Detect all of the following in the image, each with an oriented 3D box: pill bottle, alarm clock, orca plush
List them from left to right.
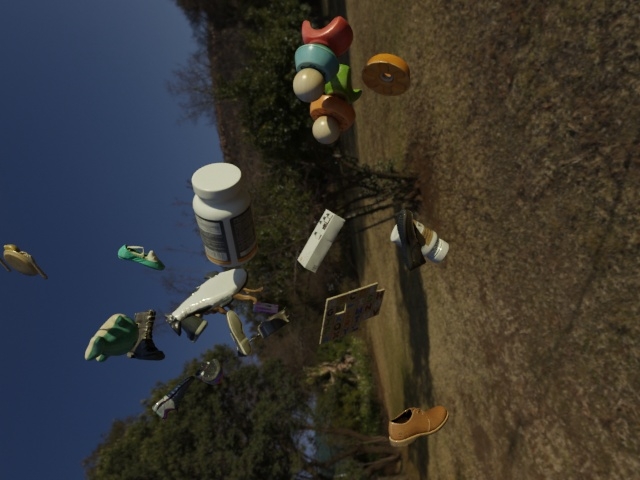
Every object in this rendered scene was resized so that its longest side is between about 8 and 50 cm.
[{"bbox_3d":[-0.351,0.206,1.383,0.287,0.151,0.102,-47,-32,-26],"label":"orca plush"},{"bbox_3d":[-0.273,-0.069,1.214,0.162,0.162,0.279,-98,5,-47],"label":"pill bottle"},{"bbox_3d":[-0.196,0.333,1.638,0.064,0.192,0.129,53,170,6],"label":"alarm clock"},{"bbox_3d":[0.433,0.001,1.842,0.131,0.229,0.131,-59,7,12],"label":"pill bottle"}]

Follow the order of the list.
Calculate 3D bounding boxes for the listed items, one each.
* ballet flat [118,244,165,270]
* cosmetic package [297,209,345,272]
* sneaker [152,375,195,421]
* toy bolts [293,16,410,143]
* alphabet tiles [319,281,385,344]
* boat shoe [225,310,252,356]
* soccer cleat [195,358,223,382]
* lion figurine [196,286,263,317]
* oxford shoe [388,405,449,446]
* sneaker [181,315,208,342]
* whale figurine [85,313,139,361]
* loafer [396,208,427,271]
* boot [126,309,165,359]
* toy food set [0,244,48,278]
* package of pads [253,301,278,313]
[{"bbox_3d":[-0.929,0.085,2.233,0.087,0.247,0.083,-61,26,14],"label":"ballet flat"},{"bbox_3d":[0.000,0.000,1.685,0.060,0.239,0.099,28,-176,-23],"label":"cosmetic package"},{"bbox_3d":[-0.668,0.740,1.992,0.098,0.223,0.083,49,156,5],"label":"sneaker"},{"bbox_3d":[0.045,-0.301,0.840,0.228,0.218,0.159,38,-115,-52],"label":"toy bolts"},{"bbox_3d":[0.109,0.235,1.392,0.009,0.237,0.198,45,139,43],"label":"alphabet tiles"},{"bbox_3d":[-0.363,0.402,1.809,0.075,0.064,0.206,-21,-95,-62],"label":"boat shoe"},{"bbox_3d":[-0.506,0.641,2.033,0.318,0.116,0.109,-28,30,58],"label":"soccer cleat"},{"bbox_3d":[-0.509,0.300,2.247,0.240,0.392,0.142,37,-152,-27],"label":"lion figurine"},{"bbox_3d":[0.280,0.503,1.195,0.076,0.212,0.076,-10,90,58],"label":"oxford shoe"},{"bbox_3d":[-0.504,0.320,1.637,0.083,0.118,0.222,-56,4,-32],"label":"sneaker"},{"bbox_3d":[-0.851,0.414,1.750,0.272,0.141,0.216,-105,41,-86],"label":"whale figurine"},{"bbox_3d":[0.309,-0.006,1.419,0.080,0.078,0.220,-110,6,-66],"label":"loafer"},{"bbox_3d":[-0.808,0.437,1.978,0.091,0.262,0.229,29,-118,-53],"label":"boot"},{"bbox_3d":[-1.003,0.067,1.428,0.133,0.191,0.039,82,-157,-43],"label":"toy food set"},{"bbox_3d":[-0.195,0.242,1.507,0.050,0.083,0.032,136,142,-64],"label":"package of pads"}]
